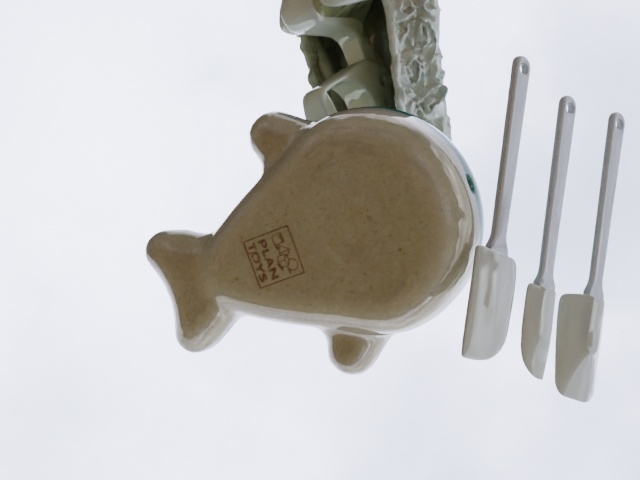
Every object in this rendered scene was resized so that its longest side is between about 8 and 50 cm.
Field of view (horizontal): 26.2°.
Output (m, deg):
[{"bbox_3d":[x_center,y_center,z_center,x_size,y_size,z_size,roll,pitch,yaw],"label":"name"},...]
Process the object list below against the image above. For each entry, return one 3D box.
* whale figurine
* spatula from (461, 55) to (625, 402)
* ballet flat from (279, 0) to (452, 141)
[{"bbox_3d":[0.000,0.000,1.094,0.272,0.141,0.216,-22,-90,22],"label":"whale figurine"},{"bbox_3d":[0.179,-0.008,1.070,0.019,0.168,0.242,-9,-113,50],"label":"spatula"},{"bbox_3d":[0.034,-0.156,1.198,0.147,0.147,0.409,-14,-92,23],"label":"ballet flat"}]
